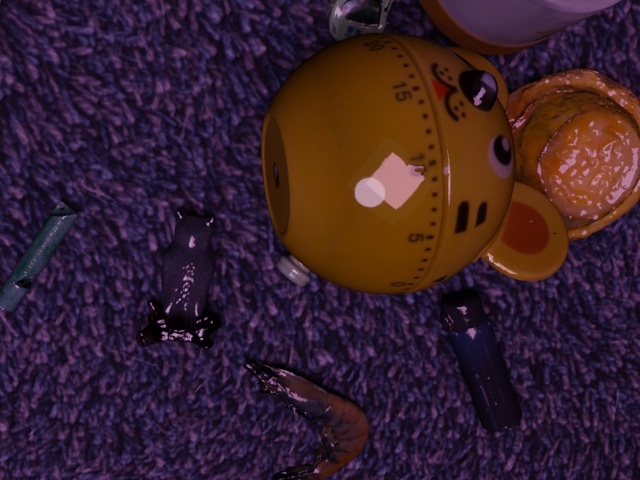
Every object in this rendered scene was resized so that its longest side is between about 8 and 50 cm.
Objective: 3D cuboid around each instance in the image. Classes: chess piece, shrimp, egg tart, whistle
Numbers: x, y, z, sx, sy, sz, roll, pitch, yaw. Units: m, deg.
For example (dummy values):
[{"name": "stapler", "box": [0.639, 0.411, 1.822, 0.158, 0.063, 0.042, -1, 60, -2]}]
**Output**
[{"name": "chess piece", "box": [0.000, 0.000, 1.174, 0.059, 0.059, 0.149, 41, 93, -16]}, {"name": "shrimp", "box": [-0.054, 0.312, 1.265, 0.262, 0.051, 0.198, 33, 101, -18]}, {"name": "egg tart", "box": [0.383, -0.119, 1.149, 0.288, 0.118, 0.288, -3, 106, -10]}, {"name": "whistle", "box": [-0.422, 0.025, 1.141, 0.039, 0.039, 0.186, 34, 100, -15]}]

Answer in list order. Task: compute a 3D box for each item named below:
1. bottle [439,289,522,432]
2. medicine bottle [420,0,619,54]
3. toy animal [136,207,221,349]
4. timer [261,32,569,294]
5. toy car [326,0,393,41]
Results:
[{"name": "bottle", "box": [0.259, 0.197, 1.250, 0.082, 0.072, 0.245, -27, 108, -17]}, {"name": "medicine bottle", "box": [0.263, -0.374, 0.963, 0.237, 0.232, 0.238, 0, 92, -14]}, {"name": "toy animal", "box": [-0.209, 0.061, 1.136, 0.121, 0.117, 0.210, 6, 109, -1]}, {"name": "timer", "box": [0.123, -0.107, 1.010, 0.386, 0.376, 0.376, -8, 108, -17]}, {"name": "toy car", "box": [0.074, -0.357, 1.066, 0.093, 0.058, 0.186, 19, 104, -13]}]
